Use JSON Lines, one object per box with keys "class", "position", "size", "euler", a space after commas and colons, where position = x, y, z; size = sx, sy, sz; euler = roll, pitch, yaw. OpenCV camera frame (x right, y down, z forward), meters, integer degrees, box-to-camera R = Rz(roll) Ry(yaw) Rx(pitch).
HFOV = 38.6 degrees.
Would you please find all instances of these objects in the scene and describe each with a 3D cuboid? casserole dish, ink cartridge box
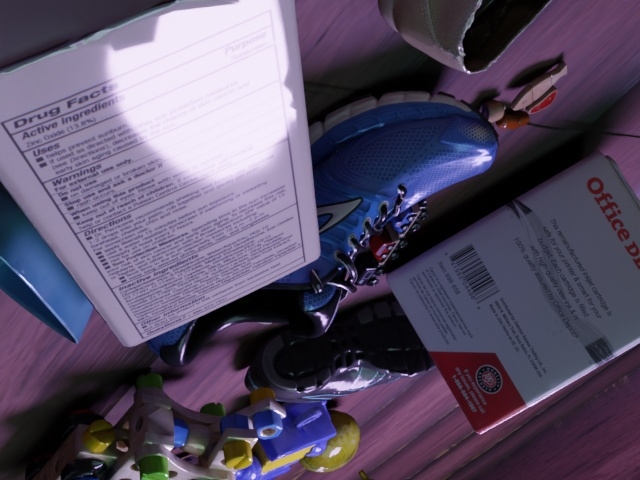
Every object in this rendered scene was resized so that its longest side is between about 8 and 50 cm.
{"class": "casserole dish", "position": [-0.196, 0.002, 0.568], "size": [0.037, 0.114, 0.188], "euler": [-52, 163, -18]}
{"class": "ink cartridge box", "position": [0.239, 0.057, 1.014], "size": [0.273, 0.197, 0.114], "euler": [-30, 173, 4]}

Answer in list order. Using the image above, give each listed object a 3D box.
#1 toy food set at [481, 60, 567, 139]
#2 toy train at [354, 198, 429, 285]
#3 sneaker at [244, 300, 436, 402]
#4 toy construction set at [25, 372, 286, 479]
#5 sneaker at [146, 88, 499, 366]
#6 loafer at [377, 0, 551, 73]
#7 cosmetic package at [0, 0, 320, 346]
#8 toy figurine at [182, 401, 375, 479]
{"class": "toy food set", "position": [0.171, -0.116, 0.841], "size": [0.122, 0.019, 0.078], "euler": [-34, 157, -7]}
{"class": "toy train", "position": [0.069, 0.002, 0.952], "size": [0.036, 0.027, 0.158], "euler": [-3, 147, -26]}
{"class": "sneaker", "position": [0.029, 0.140, 1.123], "size": [0.267, 0.101, 0.106], "euler": [-4, 157, -28]}
{"class": "toy construction set", "position": [-0.200, 0.275, 1.016], "size": [0.215, 0.151, 0.328], "euler": [16, 118, -32]}
{"class": "sneaker", "position": [0.000, 0.000, 0.721], "size": [0.330, 0.147, 0.130], "euler": [-27, 156, -6]}
{"class": "loafer", "position": [0.152, -0.202, 0.551], "size": [0.102, 0.092, 0.268], "euler": [1, 143, -49]}
{"class": "cosmetic package", "position": [-0.095, -0.070, 0.498], "size": [0.153, 0.129, 0.296], "euler": [-24, 156, -10]}
{"class": "toy figurine", "position": [-0.022, 0.300, 1.264], "size": [0.362, 0.191, 0.217], "euler": [-10, 145, -38]}
